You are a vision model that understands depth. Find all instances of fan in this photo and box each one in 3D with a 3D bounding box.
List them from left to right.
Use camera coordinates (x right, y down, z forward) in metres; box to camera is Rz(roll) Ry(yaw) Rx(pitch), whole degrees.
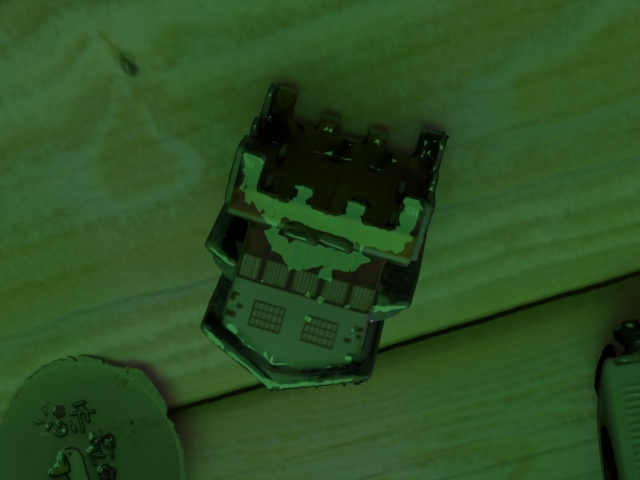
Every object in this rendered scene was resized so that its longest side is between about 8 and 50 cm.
[{"bbox_3d":[-0.232,0.328,1.694,0.233,0.012,0.414,-14,86,18],"label":"fan"}]

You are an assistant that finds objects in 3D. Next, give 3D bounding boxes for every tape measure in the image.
[{"bbox_3d":[0.337,0.206,1.556,0.115,0.207,0.235,-9,75,6],"label":"tape measure"}]

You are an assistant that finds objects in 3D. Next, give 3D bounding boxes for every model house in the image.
[{"bbox_3d":[0.000,0.000,1.477,0.198,0.224,0.215,15,116,1],"label":"model house"}]

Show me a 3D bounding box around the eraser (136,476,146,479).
[{"bbox_3d":[-0.185,0.360,1.767,0.158,0.069,0.226,-31,108,23],"label":"eraser"}]
